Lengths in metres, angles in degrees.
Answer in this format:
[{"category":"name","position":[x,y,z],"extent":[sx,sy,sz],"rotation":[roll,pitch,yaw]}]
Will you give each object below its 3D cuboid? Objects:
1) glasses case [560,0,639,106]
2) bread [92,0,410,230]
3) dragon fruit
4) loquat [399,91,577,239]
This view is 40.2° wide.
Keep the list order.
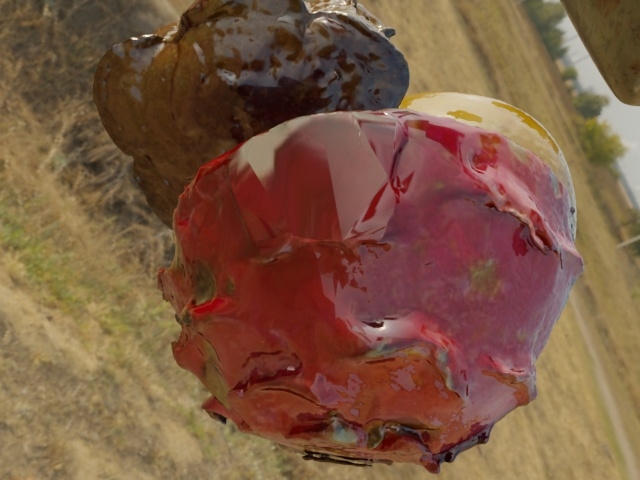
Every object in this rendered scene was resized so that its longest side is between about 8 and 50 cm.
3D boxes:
[{"category":"glasses case","position":[0.377,-0.336,1.128],"extent":[0.425,0.098,0.156],"rotation":[-96,-166,-46]},{"category":"bread","position":[-0.033,-0.097,0.703],"extent":[0.246,0.232,0.135],"rotation":[54,22,-26]},{"category":"dragon fruit","position":[0.008,0.023,0.487],"extent":[0.163,0.262,0.189],"rotation":[-73,147,-55]},{"category":"loquat","position":[0.121,-0.021,0.871],"extent":[0.263,0.263,0.263],"rotation":[52,22,-31]}]
